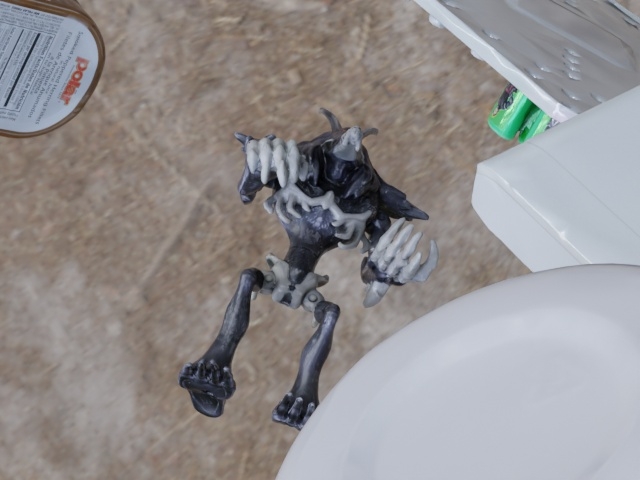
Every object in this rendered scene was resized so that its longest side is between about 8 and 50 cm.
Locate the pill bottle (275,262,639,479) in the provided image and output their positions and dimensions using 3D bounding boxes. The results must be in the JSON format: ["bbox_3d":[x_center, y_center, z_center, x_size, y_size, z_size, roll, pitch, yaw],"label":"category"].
[{"bbox_3d":[0.125,0.176,0.534,0.181,0.181,0.323,-16,122,27],"label":"pill bottle"}]

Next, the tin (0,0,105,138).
[{"bbox_3d":[-0.224,-0.122,0.971,0.040,0.189,0.106,50,117,36],"label":"tin"}]

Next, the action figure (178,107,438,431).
[{"bbox_3d":[0.000,0.000,1.072,0.164,0.276,0.141,25,150,-12],"label":"action figure"}]

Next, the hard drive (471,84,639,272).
[{"bbox_3d":[0.254,-0.024,0.707,0.203,0.307,0.040,48,152,32],"label":"hard drive"}]

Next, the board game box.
[{"bbox_3d":[0.180,-0.145,1.143,0.390,0.390,0.050,48,118,40],"label":"board game box"}]
